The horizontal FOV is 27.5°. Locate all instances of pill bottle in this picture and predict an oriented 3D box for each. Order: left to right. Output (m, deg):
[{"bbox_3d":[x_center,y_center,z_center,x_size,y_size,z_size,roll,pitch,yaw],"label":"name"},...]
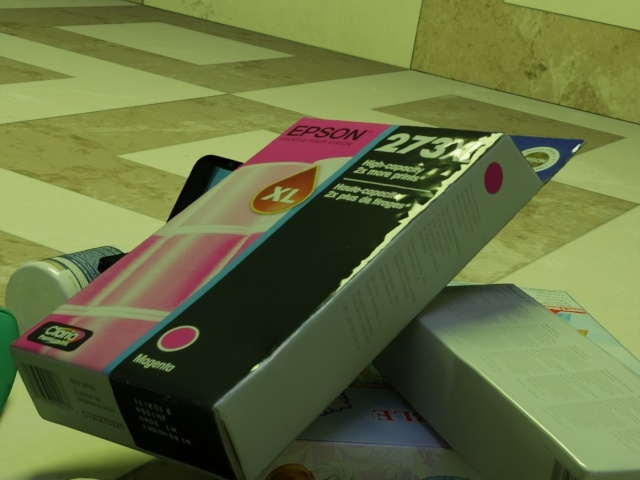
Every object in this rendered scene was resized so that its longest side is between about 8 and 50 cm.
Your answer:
[{"bbox_3d":[-0.171,0.040,0.982,0.067,0.067,0.120,19,19,30],"label":"pill bottle"}]

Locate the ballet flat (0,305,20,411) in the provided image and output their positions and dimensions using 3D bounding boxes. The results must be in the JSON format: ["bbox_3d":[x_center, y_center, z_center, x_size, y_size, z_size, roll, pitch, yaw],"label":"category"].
[{"bbox_3d":[-0.240,0.091,0.755,0.087,0.083,0.247,-5,15,0],"label":"ballet flat"}]

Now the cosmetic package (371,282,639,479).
[{"bbox_3d":[0.122,0.094,0.738,0.099,0.060,0.239,-2,20,-22],"label":"cosmetic package"}]

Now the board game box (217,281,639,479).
[{"bbox_3d":[0.075,0.104,0.906,0.319,0.065,0.318,5,17,-12],"label":"board game box"}]

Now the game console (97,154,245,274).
[{"bbox_3d":[-0.063,-0.005,0.924,0.144,0.085,0.124,15,12,25],"label":"game console"}]

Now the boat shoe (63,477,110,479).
[{"bbox_3d":[-0.033,0.169,0.580,0.258,0.095,0.095,2,8,16],"label":"boat shoe"}]

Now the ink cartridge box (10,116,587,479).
[{"bbox_3d":[0.000,0.000,0.823,0.176,0.069,0.371,9,36,41],"label":"ink cartridge box"}]
